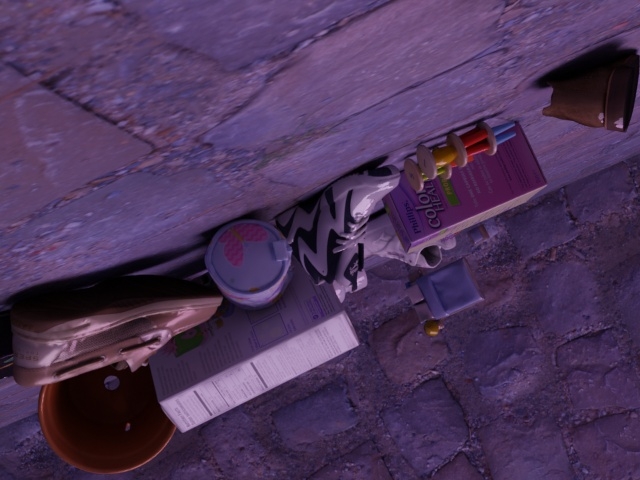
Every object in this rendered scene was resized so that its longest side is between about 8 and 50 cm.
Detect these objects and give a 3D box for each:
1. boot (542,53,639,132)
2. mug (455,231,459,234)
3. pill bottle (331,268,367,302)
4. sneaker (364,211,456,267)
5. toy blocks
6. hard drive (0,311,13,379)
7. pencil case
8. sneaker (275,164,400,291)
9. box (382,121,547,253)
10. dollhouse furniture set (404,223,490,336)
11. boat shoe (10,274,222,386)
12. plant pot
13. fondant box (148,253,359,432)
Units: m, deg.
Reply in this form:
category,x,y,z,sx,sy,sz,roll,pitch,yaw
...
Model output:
category,x,y,z,sx,sy,sz,roll,pitch,yaw
boot,0.388,-0.210,1.353,0.115,0.112,0.305,7,-169,22
mug,0.244,-0.023,2.259,0.150,0.113,0.169,-20,170,-42
pill bottle,-0.008,0.111,2.367,0.229,0.131,0.131,-22,174,-14
sneaker,0.163,0.005,1.988,0.114,0.152,0.305,-22,176,-35
toy blocks,0.208,-0.131,1.414,0.148,0.054,0.123,-22,173,-14
hard drive,-0.468,0.159,1.361,0.237,0.064,0.339,-28,172,39
pencil case,-0.103,0.042,1.444,0.124,0.113,0.273,3,172,0
sneaker,0.047,-0.007,1.411,0.235,0.153,0.094,-27,175,33
box,0.237,-0.084,1.639,0.243,0.117,0.213,-24,174,1
dollhouse furniture set,0.319,0.081,2.516,0.286,0.303,0.198,-27,174,32
boat shoe,-0.280,0.121,1.330,0.122,0.110,0.341,18,-163,39
plant pot,-0.456,0.334,2.074,0.291,0.290,0.203,-22,-170,-9
fondant box,-0.130,0.144,1.618,0.330,0.238,0.096,-26,131,-1
